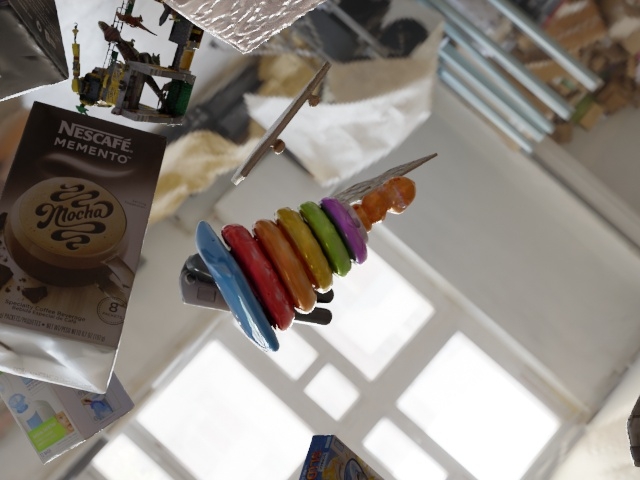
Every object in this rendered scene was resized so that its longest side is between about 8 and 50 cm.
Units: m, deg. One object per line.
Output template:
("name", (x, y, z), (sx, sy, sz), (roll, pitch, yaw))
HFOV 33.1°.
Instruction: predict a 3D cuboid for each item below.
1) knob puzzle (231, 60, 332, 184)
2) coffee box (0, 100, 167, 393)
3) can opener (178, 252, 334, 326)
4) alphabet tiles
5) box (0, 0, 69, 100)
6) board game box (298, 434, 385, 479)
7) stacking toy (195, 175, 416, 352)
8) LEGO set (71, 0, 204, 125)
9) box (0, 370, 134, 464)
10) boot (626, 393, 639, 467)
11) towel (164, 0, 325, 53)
("knob puzzle", (-0.058, -0.139, 1.468), (0.213, 0.030, 0.213), (-49, -172, 9))
("coffee box", (-0.289, 0.004, 1.230), (0.119, 0.168, 0.297), (118, -17, -52))
("can opener", (-0.094, 0.083, 1.685), (0.093, 0.280, 0.074), (-10, -111, 54))
("alphabet tiles", (0.086, -0.102, 2.050), (0.198, 0.009, 0.237), (-31, -172, -30))
("box", (-0.559, -0.392, 1.529), (0.293, 0.396, 0.212), (-17, 157, 4))
("board game box", (0.039, 0.338, 1.279), (0.035, 0.201, 0.136), (-9, -132, 37))
("stacking toy", (0.000, 0.000, 1.446), (0.301, 0.166, 0.175), (-31, -150, -8))
("LEGO set", (-0.339, -0.351, 1.901), (0.331, 0.255, 0.192), (-64, 162, 13))
("box", (-0.371, 0.184, 1.482), (0.114, 0.203, 0.103), (-33, 179, 37))
("boot", (0.308, 0.151, 0.864), (0.042, 0.118, 0.087), (6, 92, -74))
("towel", (-0.040, -0.405, 1.536), (0.331, 0.053, 0.317), (-32, 169, 11))
